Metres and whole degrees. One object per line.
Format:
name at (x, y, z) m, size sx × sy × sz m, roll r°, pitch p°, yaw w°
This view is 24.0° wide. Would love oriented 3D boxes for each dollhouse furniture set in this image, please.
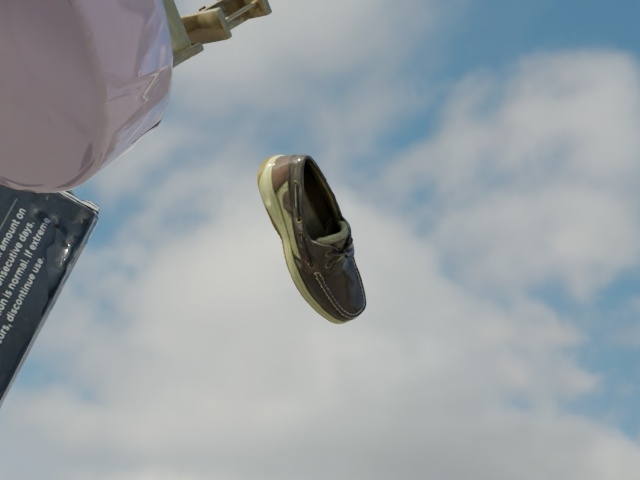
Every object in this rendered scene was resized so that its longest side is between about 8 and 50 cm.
dollhouse furniture set at (-0.179, -0.278, 1.722) m, size 0.129 × 0.184 × 0.129 m, roll -3°, pitch -65°, yaw 44°

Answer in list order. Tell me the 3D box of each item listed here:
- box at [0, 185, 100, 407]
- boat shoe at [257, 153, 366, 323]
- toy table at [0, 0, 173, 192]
box at (-0.523, 0.062, 1.292) m, size 0.472 × 0.297 × 0.480 m, roll 32°, pitch -39°, yaw -12°
boat shoe at (0.000, 0.000, 1.205) m, size 0.049 × 0.056 × 0.152 m, roll -9°, pitch -64°, yaw 47°
toy table at (-0.191, -0.090, 0.391) m, size 0.274 × 0.161 × 0.252 m, roll 37°, pitch -36°, yaw 21°
